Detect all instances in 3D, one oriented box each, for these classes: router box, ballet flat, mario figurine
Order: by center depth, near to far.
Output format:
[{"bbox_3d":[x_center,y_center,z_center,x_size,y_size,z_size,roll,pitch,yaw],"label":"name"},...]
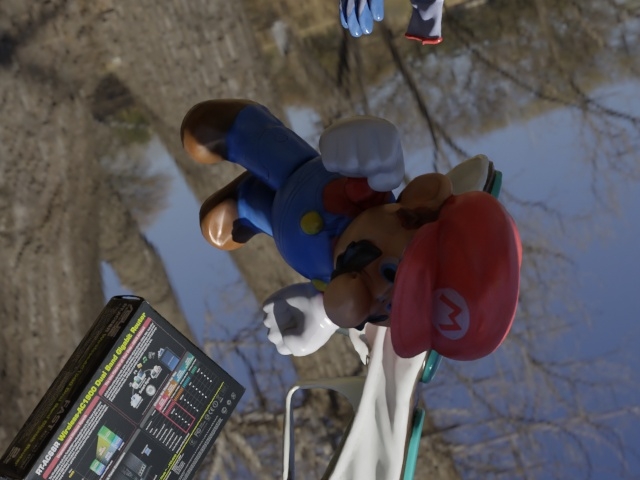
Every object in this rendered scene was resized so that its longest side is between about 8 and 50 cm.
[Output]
[{"bbox_3d":[-0.110,0.106,0.661,0.038,0.092,0.122,1,-128,50],"label":"router box"},{"bbox_3d":[0.000,0.000,0.843,0.320,0.198,0.170,27,-97,44],"label":"mario figurine"},{"bbox_3d":[0.042,0.111,0.980,0.139,0.400,0.139,15,-177,-1],"label":"ballet flat"}]

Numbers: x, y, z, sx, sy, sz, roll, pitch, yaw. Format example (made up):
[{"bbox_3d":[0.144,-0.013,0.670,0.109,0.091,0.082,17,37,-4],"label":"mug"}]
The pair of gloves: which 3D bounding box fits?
[{"bbox_3d":[0.072,-0.290,1.232,0.023,0.159,0.198,-8,-163,-39],"label":"pair of gloves"}]
